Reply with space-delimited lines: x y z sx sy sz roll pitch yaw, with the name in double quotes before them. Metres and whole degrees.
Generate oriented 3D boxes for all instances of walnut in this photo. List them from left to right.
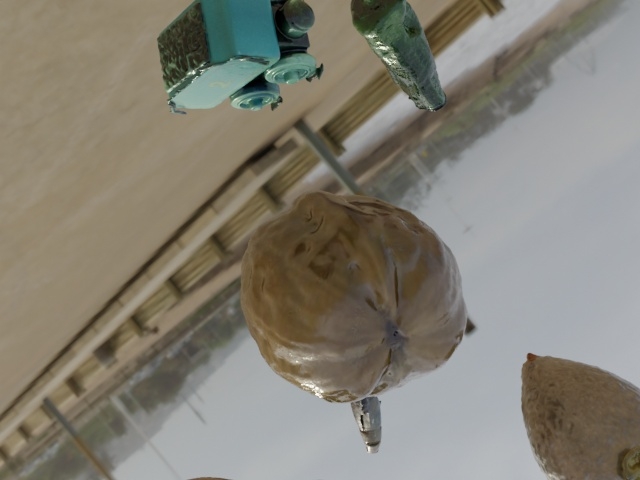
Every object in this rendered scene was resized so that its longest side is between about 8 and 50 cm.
"walnut" 0.036 0.073 1.353 0.306 0.306 0.344 -40 -145 0

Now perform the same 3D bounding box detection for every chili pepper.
"chili pepper" 0.127 -0.341 1.586 0.099 0.136 0.270 -17 142 18

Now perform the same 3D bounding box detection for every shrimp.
"shrimp" 0.102 0.365 2.197 0.075 0.289 0.178 -18 -143 -2

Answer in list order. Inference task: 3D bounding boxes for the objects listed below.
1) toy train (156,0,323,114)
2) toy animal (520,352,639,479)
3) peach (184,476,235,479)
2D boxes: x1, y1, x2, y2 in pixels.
"toy train" -0.104 -0.229 1.140 0.163 0.112 0.203 -5 167 -35
"toy animal" 0.435 0.312 1.445 0.226 0.358 0.188 -16 142 -49
"peach" -0.193 0.680 1.957 0.339 0.416 0.353 -9 -137 38
